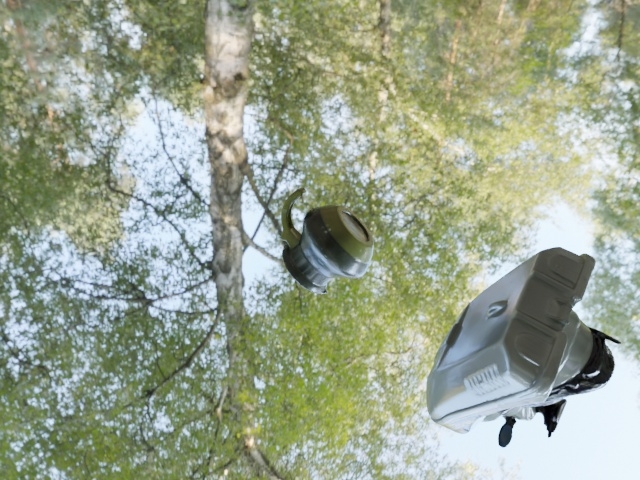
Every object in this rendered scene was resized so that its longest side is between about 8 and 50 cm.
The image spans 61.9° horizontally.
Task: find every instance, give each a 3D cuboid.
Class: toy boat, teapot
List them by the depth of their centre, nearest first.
[{"bbox_3d":[0.180,0.117,0.505,0.141,0.269,0.140,-2,-122,2],"label":"toy boat"},{"bbox_3d":[0.000,0.000,0.827,0.165,0.119,0.130,50,-159,2],"label":"teapot"}]
